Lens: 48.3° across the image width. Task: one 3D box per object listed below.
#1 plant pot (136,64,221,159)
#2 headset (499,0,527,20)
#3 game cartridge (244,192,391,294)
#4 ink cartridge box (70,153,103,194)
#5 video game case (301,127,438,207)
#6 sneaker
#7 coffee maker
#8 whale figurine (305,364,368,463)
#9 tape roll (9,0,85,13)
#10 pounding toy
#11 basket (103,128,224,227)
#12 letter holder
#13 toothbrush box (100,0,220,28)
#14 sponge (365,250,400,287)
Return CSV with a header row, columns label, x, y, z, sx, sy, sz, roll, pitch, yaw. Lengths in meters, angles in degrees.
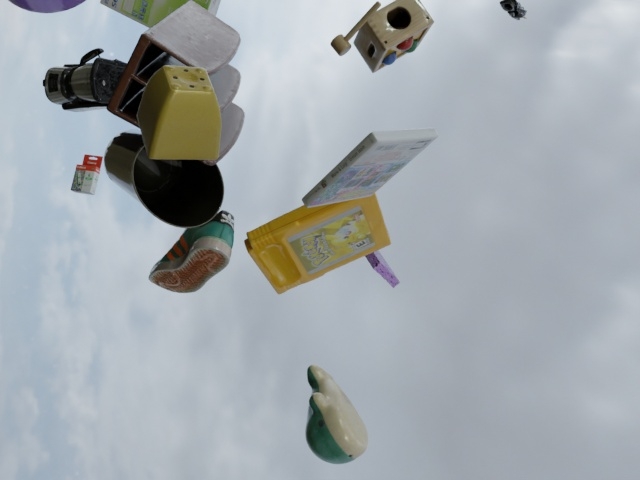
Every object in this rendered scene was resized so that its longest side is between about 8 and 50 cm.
label,x,y,z,sx,sy,sz,roll,pitch,yaw
plant pot,-0.154,-0.148,0.799,0.083,0.081,0.081,113,-36,-42
headset,0.557,-0.673,1.606,0.243,0.185,0.394,46,-67,23
game cartridge,0.000,0.000,1.721,0.324,0.285,0.052,-26,-120,1
ink cartridge box,-0.654,-0.188,2.001,0.063,0.029,0.115,8,-100,13
video game case,0.068,-0.098,0.950,0.143,0.157,0.019,-41,-106,35
sneaker,-0.280,0.028,1.601,0.302,0.108,0.121,-26,-141,45
coffee maker,-0.495,-0.335,1.591,0.178,0.171,0.120,5,-110,36
whale figurine,0.015,0.460,1.872,0.141,0.216,0.272,-35,-132,9
tape roll,-0.432,-0.456,1.104,0.080,0.189,0.188,106,-18,-79
pounding toy,0.128,-0.422,1.489,0.094,0.206,0.181,57,-12,3
basket,-0.323,-0.137,1.393,0.227,0.204,0.154,26,-103,49
letter holder,-0.215,-0.289,1.298,0.152,0.214,0.302,-54,-168,27
toothbrush box,-0.418,-0.680,1.924,0.206,0.283,0.122,-61,-177,32
sponge,0.153,0.041,2.104,0.031,0.117,0.210,-41,-138,8
